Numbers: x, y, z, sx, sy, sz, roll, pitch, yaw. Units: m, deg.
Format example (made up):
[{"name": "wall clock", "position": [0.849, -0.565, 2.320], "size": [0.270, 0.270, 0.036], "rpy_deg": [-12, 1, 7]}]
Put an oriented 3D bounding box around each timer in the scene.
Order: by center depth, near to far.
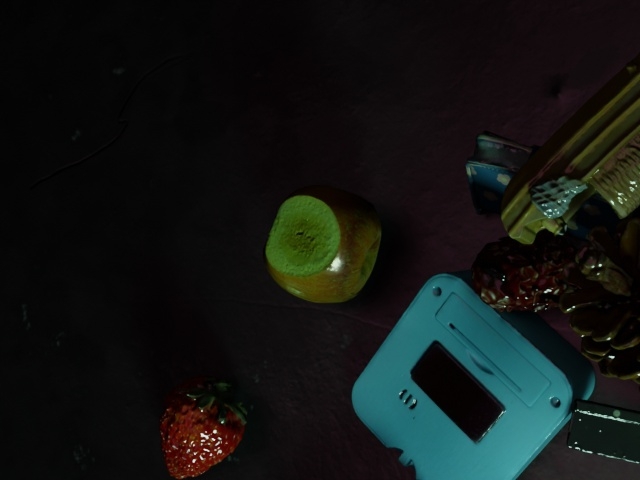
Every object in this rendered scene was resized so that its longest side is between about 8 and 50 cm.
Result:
[{"name": "timer", "position": [0.182, 0.189, 1.077], "size": [0.232, 0.091, 0.250], "rpy_deg": [45, 114, 24]}]

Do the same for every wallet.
[{"name": "wallet", "position": [0.274, -0.055, 1.017], "size": [0.202, 0.141, 0.059], "rpy_deg": [19, 65, 28]}]

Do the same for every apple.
[{"name": "apple", "position": [-0.002, 0.006, 1.128], "size": [0.147, 0.163, 0.146], "rpy_deg": [20, 83, 13]}]

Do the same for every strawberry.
[{"name": "strawberry", "position": [-0.177, 0.260, 1.206], "size": [0.148, 0.131, 0.131], "rpy_deg": [-36, 68, 19]}]

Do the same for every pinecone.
[{"name": "pinecone", "position": [0.350, 0.066, 0.920], "size": [0.212, 0.169, 0.186], "rpy_deg": [29, 105, -11]}]

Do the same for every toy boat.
[{"name": "toy boat", "position": [0.320, -0.101, 0.883], "size": [0.310, 0.089, 0.115], "rpy_deg": [-44, 65, 10]}]

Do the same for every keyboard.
[{"name": "keyboard", "position": [0.372, 0.221, 0.950], "size": [0.195, 0.018, 0.060], "rpy_deg": [12, 94, 3]}]

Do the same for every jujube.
[{"name": "jujube", "position": [0.240, 0.035, 1.010], "size": [0.104, 0.165, 0.104], "rpy_deg": [-6, 82, 51]}]
